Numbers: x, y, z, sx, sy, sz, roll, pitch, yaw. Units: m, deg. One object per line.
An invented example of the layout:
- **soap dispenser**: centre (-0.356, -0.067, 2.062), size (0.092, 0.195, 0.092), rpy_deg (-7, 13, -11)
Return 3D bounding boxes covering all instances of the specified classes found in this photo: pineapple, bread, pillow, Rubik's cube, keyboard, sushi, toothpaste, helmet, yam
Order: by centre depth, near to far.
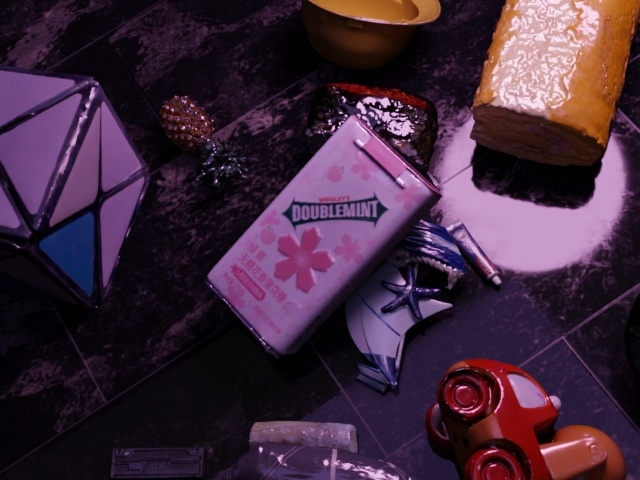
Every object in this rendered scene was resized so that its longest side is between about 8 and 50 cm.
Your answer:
- **pillow**: centre (0.002, 0.383, 1.378), size (0.335, 0.092, 0.161), rpy_deg (7, 103, 10)
- **yam**: centre (-0.026, 0.310, 1.447), size (0.169, 0.068, 0.068), rpy_deg (3, 67, 9)
- **keyboard**: centre (-0.258, 0.353, 1.495), size (0.155, 0.010, 0.053), rpy_deg (-2, 67, 8)
- **toothpaste**: centre (0.254, 0.021, 1.555), size (0.037, 0.021, 0.140), rpy_deg (-30, 62, -10)
- **Rubik's cube**: centre (-0.499, -0.084, 1.575), size (0.307, 0.305, 0.310), rpy_deg (11, 66, 11)
- **bread**: centre (0.410, -0.321, 1.602), size (0.237, 0.165, 0.375), rpy_deg (14, 68, 12)
- **sushi**: centre (0.088, -0.185, 1.613), size (0.225, 0.136, 0.126), rpy_deg (7, 70, 5)
- **pineapple**: centre (-0.219, -0.179, 1.681), size (0.221, 0.103, 0.083), rpy_deg (48, 115, 23)
- **helmet**: centre (0.075, -0.380, 1.699), size (0.257, 0.140, 0.205), rpy_deg (14, 37, 2)

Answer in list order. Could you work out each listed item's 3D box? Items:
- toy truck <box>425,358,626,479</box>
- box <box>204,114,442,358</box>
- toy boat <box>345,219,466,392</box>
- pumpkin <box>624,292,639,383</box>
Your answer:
- **toy truck**: centre (0.292, 0.285, 1.348), size (0.239, 0.189, 0.264), rpy_deg (-15, 64, -9)
- **box**: centre (0.000, 0.000, 1.495), size (0.369, 0.112, 0.190), rpy_deg (-47, 73, 10)
- **toy boat**: centre (0.136, 0.089, 1.522), size (0.210, 0.070, 0.291), rpy_deg (-14, 68, 8)
- **pumpkin**: centre (0.578, 0.138, 1.362), size (0.248, 0.248, 0.248), rpy_deg (-3, 66, 8)
